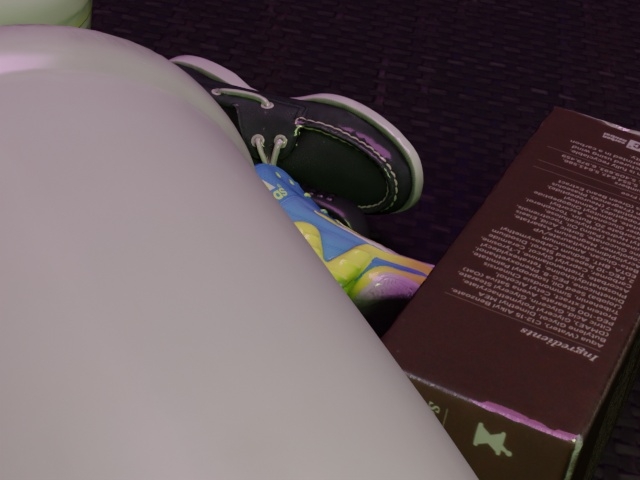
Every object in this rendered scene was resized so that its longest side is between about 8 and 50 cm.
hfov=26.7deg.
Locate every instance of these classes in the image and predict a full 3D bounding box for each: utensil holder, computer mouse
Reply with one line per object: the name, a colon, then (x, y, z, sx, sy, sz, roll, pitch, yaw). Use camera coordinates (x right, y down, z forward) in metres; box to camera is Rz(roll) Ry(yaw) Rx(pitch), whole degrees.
utensil holder: (-0.108, 0.129, 0.670, 0.327, 0.328, 0.385, -9, 41, -27)
computer mouse: (-0.066, -0.032, 1.142, 0.242, 0.071, 0.041, 19, 29, 19)

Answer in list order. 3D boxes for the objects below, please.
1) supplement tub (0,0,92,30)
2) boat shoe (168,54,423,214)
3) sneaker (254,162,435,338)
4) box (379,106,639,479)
supplement tub: (-0.288, -0.129, 0.989, 0.235, 0.325, 0.235, 7, 34, -5)
boat shoe: (-0.055, -0.080, 1.182, 0.302, 0.114, 0.091, 18, 32, 32)
sneaker: (0.000, 0.000, 0.987, 0.240, 0.091, 0.126, 7, 59, -33)
box: (0.146, 0.078, 0.928, 0.143, 0.191, 0.381, 20, 34, 15)
